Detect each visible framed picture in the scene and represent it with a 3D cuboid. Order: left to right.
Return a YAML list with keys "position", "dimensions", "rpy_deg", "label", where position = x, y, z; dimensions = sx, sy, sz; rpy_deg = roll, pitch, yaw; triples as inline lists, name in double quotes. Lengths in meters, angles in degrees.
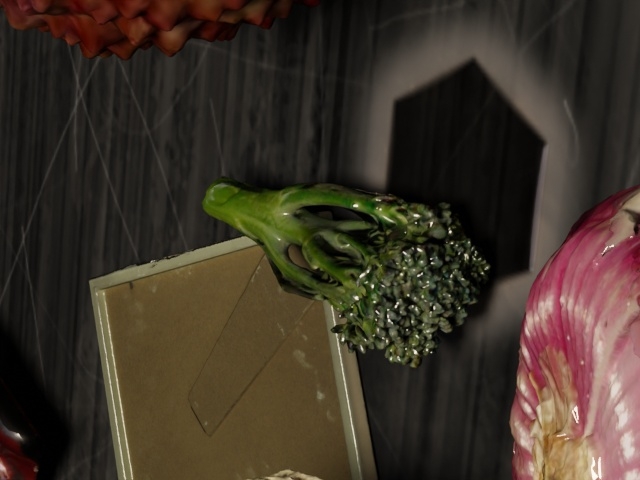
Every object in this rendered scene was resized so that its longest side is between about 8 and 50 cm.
- position: [-0.059, 0.092, 1.116]
  dimensions: [0.250, 0.016, 0.184]
  rpy_deg: [-17, 81, 50]
  label: "framed picture"

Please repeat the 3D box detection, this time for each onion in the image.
- position: [0.165, 0.086, 0.738]
  dimensions: [0.230, 0.163, 0.230]
  rpy_deg: [170, 90, -82]
  label: "onion"

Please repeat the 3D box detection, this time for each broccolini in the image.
- position: [0.013, 0.002, 0.990]
  dimensions: [0.203, 0.068, 0.091]
  rpy_deg: [32, 105, 53]
  label: "broccolini"

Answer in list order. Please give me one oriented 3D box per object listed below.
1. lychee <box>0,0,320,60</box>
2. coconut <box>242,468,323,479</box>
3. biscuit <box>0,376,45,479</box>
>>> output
- position: [-0.096, -0.235, 0.903]
  dimensions: [0.330, 0.306, 0.306]
  rpy_deg: [165, 97, -74]
  label: "lychee"
- position: [-0.006, 0.282, 0.867]
  dimensions: [0.254, 0.297, 0.297]
  rpy_deg: [32, 119, 46]
  label: "coconut"
- position: [-0.254, 0.164, 1.327]
  dimensions: [0.151, 0.063, 0.235]
  rpy_deg: [53, 135, 33]
  label: "biscuit"
